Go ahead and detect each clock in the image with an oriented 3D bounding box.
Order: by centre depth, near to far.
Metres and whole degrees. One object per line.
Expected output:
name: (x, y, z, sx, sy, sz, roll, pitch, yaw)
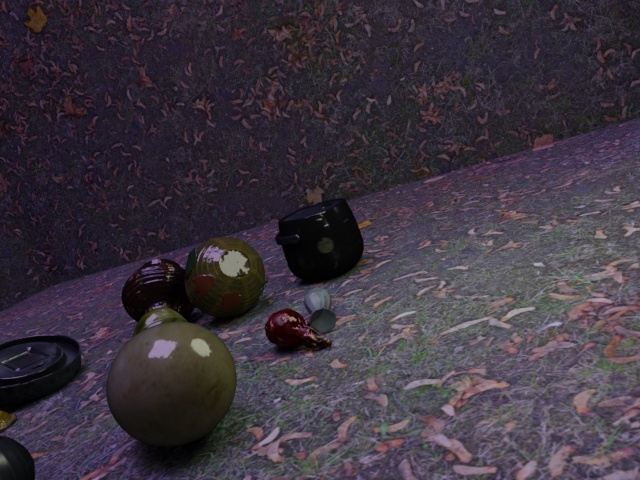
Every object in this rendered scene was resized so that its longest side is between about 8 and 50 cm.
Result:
clock: (-0.859, 0.367, 1.597, 0.313, 0.061, 0.312, -1, 17, 0)

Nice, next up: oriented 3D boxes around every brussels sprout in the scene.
brussels sprout: (-0.427, 0.255, 1.488, 0.132, 0.145, 0.183, 18, 34, 25)

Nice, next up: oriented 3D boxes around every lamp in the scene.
lamp: (-0.301, 0.118, 1.677, 0.250, 0.250, 0.284, -27, -8, -33)
lamp: (-0.507, 0.181, 1.754, 0.247, 0.246, 0.247, -18, 12, 4)

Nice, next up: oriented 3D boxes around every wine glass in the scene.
wine glass: (0.000, 0.173, 1.356, 0.074, 0.073, 0.155, -19, 15, -1)

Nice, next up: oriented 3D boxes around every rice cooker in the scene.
rice cooker: (0.000, 0.000, 1.764, 0.268, 0.224, 0.267, -18, 14, 5)

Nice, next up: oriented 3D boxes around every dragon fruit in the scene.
dragon fruit: (-0.054, 0.202, 1.250, 0.191, 0.094, 0.094, 1, 22, 43)

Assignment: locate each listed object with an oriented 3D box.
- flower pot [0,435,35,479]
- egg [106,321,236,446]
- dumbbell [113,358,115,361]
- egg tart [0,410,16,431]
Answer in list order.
flower pot: (-0.594, 0.426, 0.896, 0.190, 0.157, 0.243, -11, 15, 40)
egg: (-0.283, 0.263, 1.011, 0.218, 0.218, 0.296, -30, 6, -43)
dumbbell: (-0.539, 0.340, 1.502, 0.083, 0.040, 0.036, -2, 52, 56)
egg tart: (-0.827, 0.462, 1.388, 0.105, 0.039, 0.105, -16, 13, 4)
